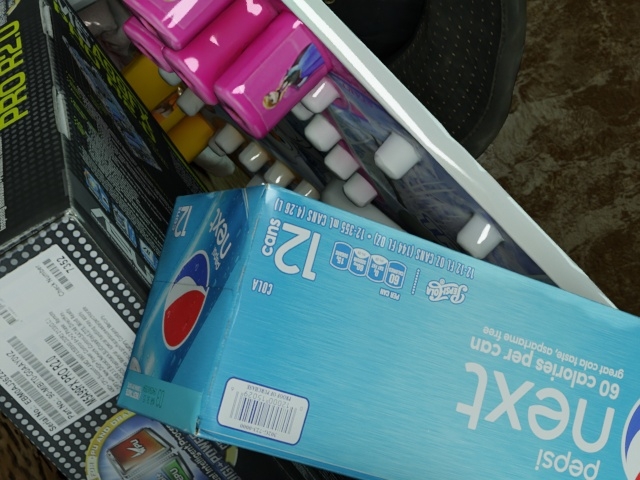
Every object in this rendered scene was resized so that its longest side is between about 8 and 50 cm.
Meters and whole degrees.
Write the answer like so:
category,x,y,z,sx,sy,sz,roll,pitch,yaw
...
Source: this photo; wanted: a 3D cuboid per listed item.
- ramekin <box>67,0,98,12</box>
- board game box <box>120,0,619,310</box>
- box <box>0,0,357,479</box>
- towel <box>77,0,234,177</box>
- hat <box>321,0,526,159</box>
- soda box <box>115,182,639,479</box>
category,x,y,z,sx,sy,sz,roll,pitch,yaw
ramekin,-0.165,-0.223,0.598,0.277,0.135,0.277,58,5,-7
board game box,0.044,0.032,0.653,0.390,0.050,0.390,46,-8,-8
box,-0.053,0.043,0.528,0.270,0.060,0.216,55,6,-34
towel,-0.175,-0.222,0.968,0.332,0.053,0.317,59,5,19
hat,0.014,-0.192,0.764,0.331,0.134,0.331,27,-47,34
soda box,0.053,0.048,0.394,0.210,0.067,0.071,20,-10,-24
